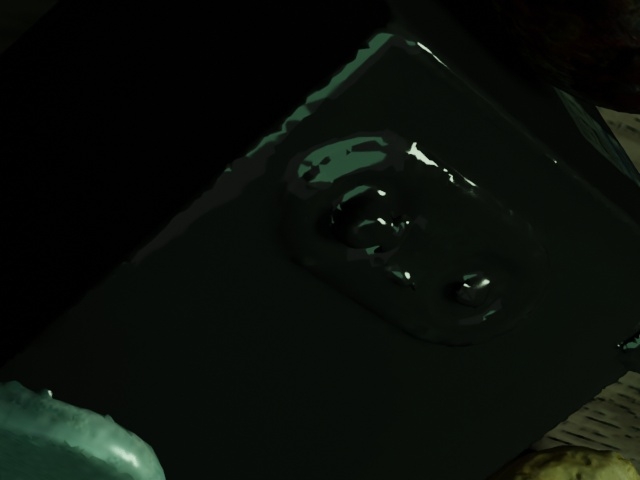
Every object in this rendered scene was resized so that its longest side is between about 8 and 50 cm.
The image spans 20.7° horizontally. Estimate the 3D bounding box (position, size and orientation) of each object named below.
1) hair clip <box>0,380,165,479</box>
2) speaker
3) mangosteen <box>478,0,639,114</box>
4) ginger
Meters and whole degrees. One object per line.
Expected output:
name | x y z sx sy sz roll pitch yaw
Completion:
hair clip | -0.303 0.142 0.635 0.318 0.238 0.392 33 152 -30
speaker | 0.000 0.000 0.748 0.232 0.184 0.254 -39 133 18
mangosteen | 0.133 -0.139 0.680 0.172 0.184 0.172 -15 168 -3
ginger | 0.153 0.208 1.096 0.131 0.086 0.294 -33 145 0
